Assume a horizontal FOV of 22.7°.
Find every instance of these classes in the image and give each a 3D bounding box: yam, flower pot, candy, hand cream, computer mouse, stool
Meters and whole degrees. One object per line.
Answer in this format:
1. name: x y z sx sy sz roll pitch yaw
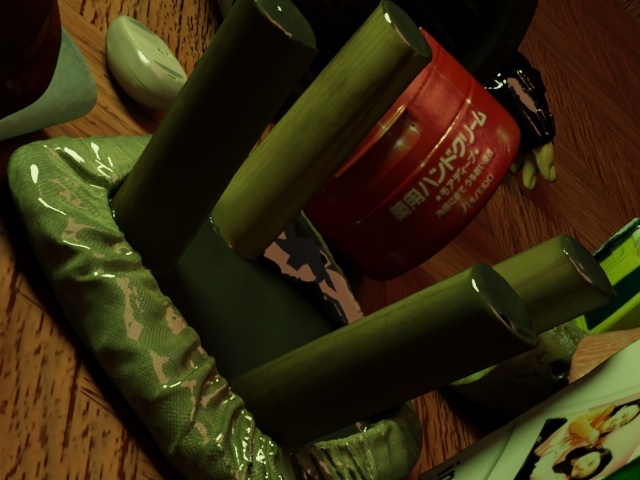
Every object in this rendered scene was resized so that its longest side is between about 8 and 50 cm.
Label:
1. yam: 0.186 0.112 1.383 0.194 0.107 0.107 33 26 -39
2. flower pot: 0.013 -0.302 1.534 0.293 0.293 0.330 31 19 -38
3. candy: -0.225 -0.124 1.028 0.138 0.071 0.174 50 23 3
4. hand cream: 0.063 -0.071 1.341 0.125 0.193 0.193 41 22 -16
5. computer mouse: -0.142 -0.136 1.261 0.066 0.039 0.096 27 23 -45
6. stool: 0.000 0.000 1.049 0.310 0.226 0.310 53 20 10

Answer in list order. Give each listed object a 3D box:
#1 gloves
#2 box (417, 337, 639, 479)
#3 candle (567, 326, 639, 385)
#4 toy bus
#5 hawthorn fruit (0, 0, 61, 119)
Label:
1. gloves: 0.227 -0.156 1.928 0.203 0.124 0.164 46 38 14
2. box: 0.174 0.177 1.055 0.103 0.250 0.180 52 18 -13
3. candle: 0.278 0.232 1.283 0.287 0.131 0.317 52 35 -38
4. toy bus: 0.403 0.115 1.774 0.262 0.128 0.150 38 24 -23
5. hawthorn fruit: -0.263 -0.147 0.855 0.248 0.208 0.208 39 18 18
